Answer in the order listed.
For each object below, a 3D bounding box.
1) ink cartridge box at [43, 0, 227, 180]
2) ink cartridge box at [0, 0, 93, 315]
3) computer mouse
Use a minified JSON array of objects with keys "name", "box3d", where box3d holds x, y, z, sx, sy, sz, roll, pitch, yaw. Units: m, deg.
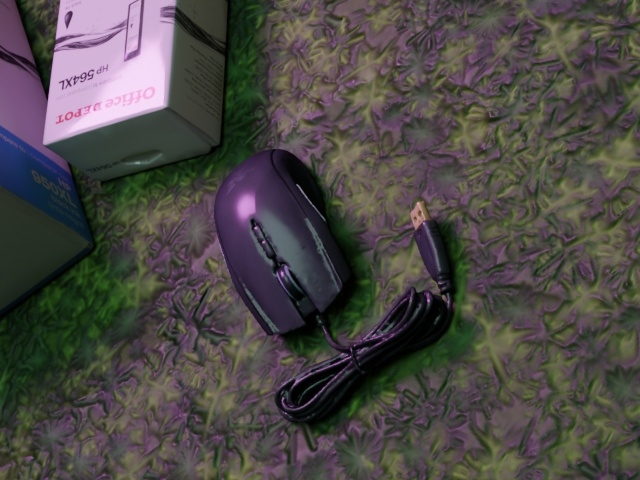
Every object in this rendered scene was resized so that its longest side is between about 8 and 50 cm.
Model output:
[{"name":"ink cartridge box","box3d":[-0.171,-0.175,1.322,0.148,0.086,0.203,-14,60,28]},{"name":"ink cartridge box","box3d":[-0.422,-0.093,1.398,0.285,0.166,0.395,-34,54,15]},{"name":"computer mouse","box3d":[0.000,0.000,1.140,0.184,0.060,0.262,-32,54,18]}]
